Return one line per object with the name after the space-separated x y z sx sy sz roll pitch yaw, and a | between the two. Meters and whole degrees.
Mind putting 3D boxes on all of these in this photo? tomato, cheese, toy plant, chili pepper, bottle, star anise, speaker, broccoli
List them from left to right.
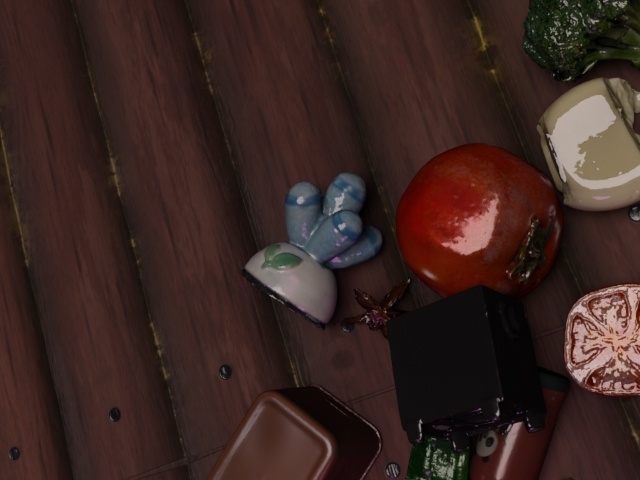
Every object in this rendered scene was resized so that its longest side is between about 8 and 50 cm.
0.000 0.000 2.039 0.247 0.247 0.332 33 90 25 | toy plant
0.119 0.160 2.044 0.140 0.144 0.158 -1 88 -21 | star anise
0.255 0.373 1.917 0.136 0.099 0.271 3 84 45 | chili pepper
0.278 0.248 1.748 0.232 0.184 0.254 -25 59 33 | speaker
0.317 -0.026 1.857 0.289 0.293 0.325 31 101 40 | tomato
0.382 0.412 1.831 0.144 0.144 0.336 16 90 26 | bottle
0.551 -0.468 1.828 0.283 0.304 0.321 26 60 -12 | broccoli
0.566 -0.189 1.849 0.233 0.127 0.266 -24 76 16 | cheese
0.588 0.199 1.796 0.236 0.095 0.237 -3 82 20 | tomato

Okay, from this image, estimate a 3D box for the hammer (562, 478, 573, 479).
0.529 0.647 1.788 0.111 0.043 0.366 -22 72 21 | hammer

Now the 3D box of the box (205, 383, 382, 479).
-0.071 0.496 1.975 0.239 0.229 0.339 34 96 26 | box
